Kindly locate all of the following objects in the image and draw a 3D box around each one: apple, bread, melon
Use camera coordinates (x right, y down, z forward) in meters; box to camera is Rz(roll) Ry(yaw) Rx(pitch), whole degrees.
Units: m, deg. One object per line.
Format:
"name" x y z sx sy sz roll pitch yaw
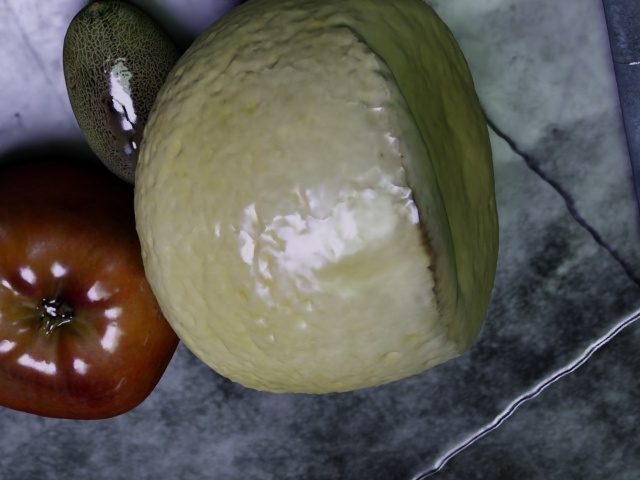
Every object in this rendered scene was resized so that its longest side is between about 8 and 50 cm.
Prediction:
"apple" -0.218 0.042 1.032 0.234 0.234 0.234 -3 123 -5
"bread" 0.004 -0.035 0.971 0.237 0.320 0.321 0 126 21
"melon" -0.150 -0.117 1.007 0.099 0.099 0.162 -19 120 5

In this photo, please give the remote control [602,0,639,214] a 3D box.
"remote control" 0.303 -0.152 1.074 0.107 0.044 0.378 -20 124 0
